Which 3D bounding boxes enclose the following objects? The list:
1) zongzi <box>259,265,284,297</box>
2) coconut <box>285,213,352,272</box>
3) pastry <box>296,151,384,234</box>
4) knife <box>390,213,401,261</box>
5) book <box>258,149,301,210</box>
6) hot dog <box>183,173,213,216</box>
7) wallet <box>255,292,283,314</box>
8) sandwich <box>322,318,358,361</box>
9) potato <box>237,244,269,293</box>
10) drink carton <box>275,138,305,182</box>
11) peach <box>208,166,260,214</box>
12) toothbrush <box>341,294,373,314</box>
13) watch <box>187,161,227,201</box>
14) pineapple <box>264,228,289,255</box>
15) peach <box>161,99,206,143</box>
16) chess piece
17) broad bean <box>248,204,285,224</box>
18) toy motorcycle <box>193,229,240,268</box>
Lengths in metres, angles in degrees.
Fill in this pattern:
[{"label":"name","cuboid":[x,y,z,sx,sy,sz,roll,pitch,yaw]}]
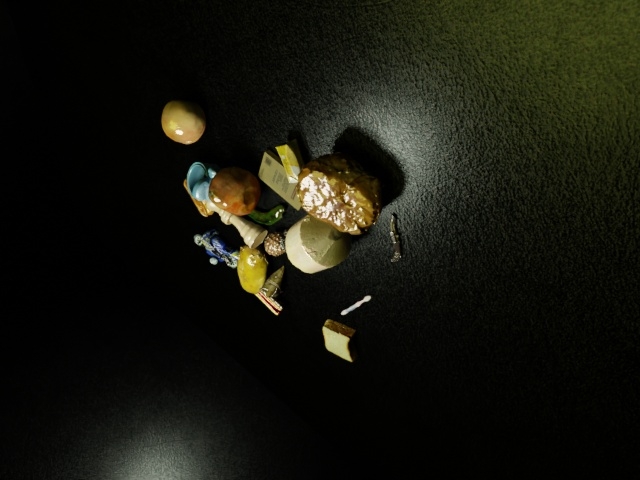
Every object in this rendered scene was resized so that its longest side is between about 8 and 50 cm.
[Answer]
[{"label":"zongzi","cuboid":[-0.221,0.215,2.109,0.084,0.184,0.187,36,179,13]},{"label":"coconut","cuboid":[0.000,0.000,1.547,0.239,0.239,0.244,50,144,-7]},{"label":"pastry","cuboid":[0.073,-0.168,1.377,0.310,0.162,0.255,33,132,0]},{"label":"knife","cuboid":[0.273,0.000,1.463,0.045,0.021,0.222,21,138,33]},{"label":"book","cuboid":[-0.148,-0.242,1.628,0.231,0.026,0.161,41,144,6]},{"label":"hot dog","cuboid":[-0.621,-0.233,2.056,0.092,0.062,0.236,-12,111,31]},{"label":"wallet","cuboid":[-0.300,0.310,2.241,0.241,0.067,0.141,42,176,4]},{"label":"sandwich","cuboid":[0.101,0.515,2.075,0.186,0.065,0.215,17,135,33]},{"label":"potato","cuboid":[-0.351,0.139,2.074,0.173,0.140,0.300,36,136,33]},{"label":"drink carton","cuboid":[-0.092,-0.271,1.502,0.074,0.084,0.200,1,120,38]},{"label":"peach","cuboid":[-0.377,-0.210,1.698,0.214,0.235,0.214,2,95,30]},{"label":"toothbrush","cuboid":[0.163,0.297,1.841,0.269,0.027,0.021,-44,56,53]},{"label":"watch","cuboid":[-0.517,-0.275,1.842,0.193,0.211,0.211,35,144,31]},{"label":"pineapple","cuboid":[-0.145,0.009,1.796,0.237,0.111,0.119,-9,126,45]},{"label":"peach","cuboid":[-0.566,-0.489,1.660,0.184,0.184,0.184,25,139,24]},{"label":"chess piece","cuboid":[-0.438,-0.127,1.945,0.397,0.117,0.117,40,143,9]},{"label":"broad bean","cuboid":[-0.270,-0.137,1.824,0.291,0.049,0.144,23,135,28]},{"label":"toy motorcycle","cuboid":[-0.559,0.039,2.218,0.315,0.113,0.169,32,133,2]}]
